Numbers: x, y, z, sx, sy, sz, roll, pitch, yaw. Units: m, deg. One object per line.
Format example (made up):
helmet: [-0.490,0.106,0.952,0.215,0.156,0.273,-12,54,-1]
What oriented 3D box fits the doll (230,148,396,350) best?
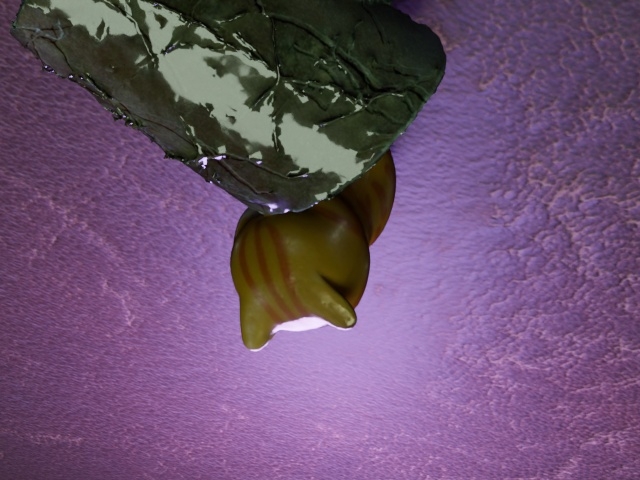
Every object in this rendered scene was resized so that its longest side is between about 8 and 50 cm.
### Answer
doll: [-0.008,-0.018,1.026,0.167,0.269,0.162,-28,111,37]

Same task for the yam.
yam: [-0.093,-0.190,0.862,0.348,0.241,0.241,32,135,-19]
